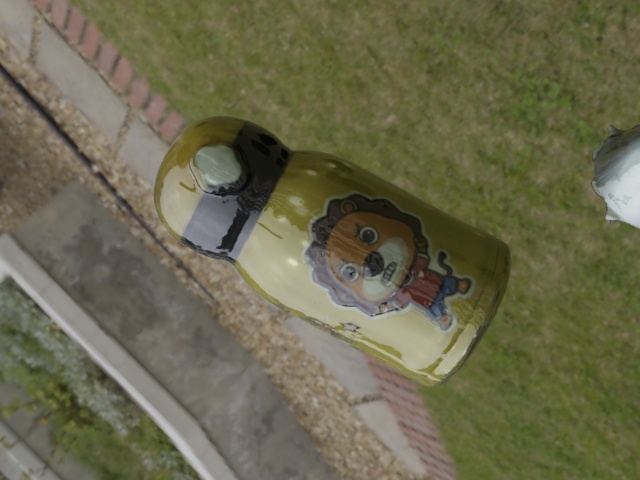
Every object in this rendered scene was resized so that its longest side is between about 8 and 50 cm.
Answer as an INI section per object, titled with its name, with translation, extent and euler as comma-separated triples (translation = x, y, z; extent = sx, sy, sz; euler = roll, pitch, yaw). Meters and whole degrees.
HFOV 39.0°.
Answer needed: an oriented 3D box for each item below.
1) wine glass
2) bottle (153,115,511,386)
[wine glass]
translation = 0.351, -0.126, 0.833
extent = 0.156, 0.156, 0.232
euler = 34, 150, 22
[bottle]
translation = 0.000, 0.000, 0.911
extent = 0.351, 0.171, 0.171
euler = 27, 156, -6
